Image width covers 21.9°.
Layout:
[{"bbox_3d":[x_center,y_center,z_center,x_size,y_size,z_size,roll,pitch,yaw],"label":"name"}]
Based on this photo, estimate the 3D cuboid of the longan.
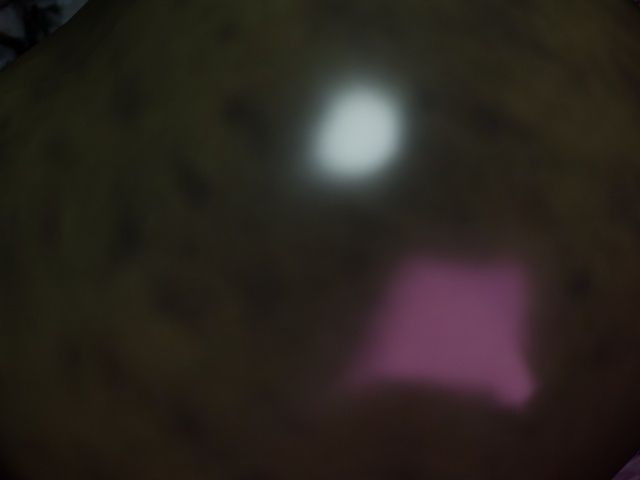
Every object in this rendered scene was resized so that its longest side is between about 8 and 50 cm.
[{"bbox_3d":[0.000,0.000,0.851,0.404,0.404,0.336,-47,171,3],"label":"longan"}]
